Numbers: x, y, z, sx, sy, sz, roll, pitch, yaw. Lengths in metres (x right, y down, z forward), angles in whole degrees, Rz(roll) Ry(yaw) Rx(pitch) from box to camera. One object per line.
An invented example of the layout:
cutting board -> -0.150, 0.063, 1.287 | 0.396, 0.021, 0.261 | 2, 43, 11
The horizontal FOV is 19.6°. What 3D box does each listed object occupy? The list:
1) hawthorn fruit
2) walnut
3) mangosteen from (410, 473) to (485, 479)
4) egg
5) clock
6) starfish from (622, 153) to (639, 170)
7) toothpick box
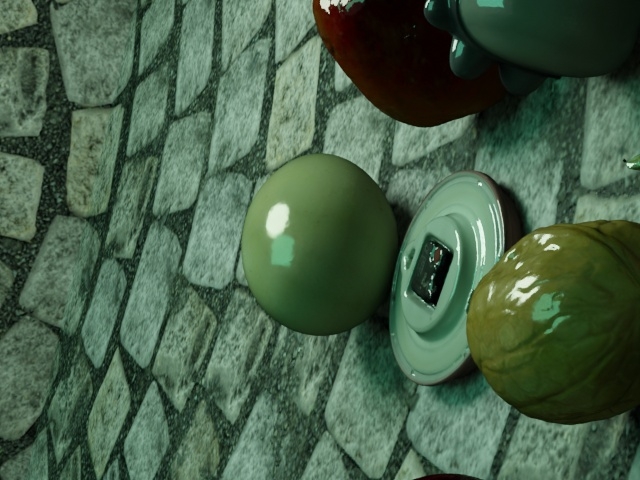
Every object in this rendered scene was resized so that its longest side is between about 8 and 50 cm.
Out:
hawthorn fruit -> 0.094, -0.247, 2.043 | 0.224, 0.261, 0.224 | -42, 37, 42
walnut -> 0.231, 0.070, 1.646 | 0.225, 0.193, 0.193 | 138, 141, -71
mangosteen -> 0.135, 0.351, 1.738 | 0.261, 0.235, 0.235 | 33, 114, 21
egg -> 0.000, 0.000, 2.211 | 0.254, 0.188, 0.188 | -88, 24, -50
clock -> 0.141, 0.041, 2.037 | 0.244, 0.056, 0.244 | -45, 38, 51
starfish -> 0.391, -0.021, 1.430 | 0.347, 0.078, 0.358 | 26, 98, 36
toothpick box -> 0.225, -0.298, 1.816 | 0.229, 0.229, 0.316 | 31, 106, 66
